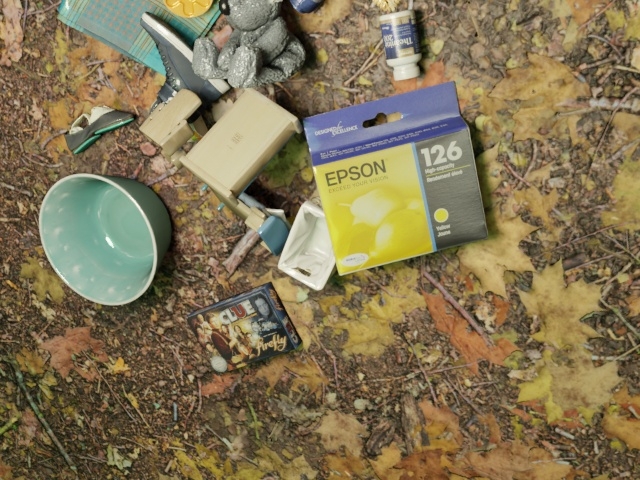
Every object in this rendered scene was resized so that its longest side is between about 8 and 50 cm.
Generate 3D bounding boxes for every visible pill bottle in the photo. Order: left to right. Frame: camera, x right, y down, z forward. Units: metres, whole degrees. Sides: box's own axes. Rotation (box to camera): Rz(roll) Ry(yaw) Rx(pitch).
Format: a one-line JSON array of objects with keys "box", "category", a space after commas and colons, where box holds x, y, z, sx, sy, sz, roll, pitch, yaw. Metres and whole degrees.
[{"box": [0.151, -0.362, 1.332, 0.067, 0.067, 0.120, -5, 108, 24], "category": "pill bottle"}]

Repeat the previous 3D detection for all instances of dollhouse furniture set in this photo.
[{"box": [-0.159, -0.159, 1.491, 0.286, 0.303, 0.198, 37, 80, 23], "category": "dollhouse furniture set"}]

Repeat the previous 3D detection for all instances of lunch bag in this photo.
[{"box": [-0.032, -0.487, 1.357, 0.065, 0.067, 0.098, -34, 94, 28], "category": "lunch bag"}]

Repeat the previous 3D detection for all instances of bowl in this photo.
[{"box": [-0.469, -0.024, 1.659, 0.311, 0.163, 0.312, 8, 113, 20], "category": "bowl"}]

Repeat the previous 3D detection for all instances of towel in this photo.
[{"box": [-0.312, -0.509, 1.400, 0.271, 0.040, 0.370, 26, 124, -30], "category": "towel"}]

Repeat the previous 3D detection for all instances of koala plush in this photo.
[{"box": [-0.124, -0.417, 1.347, 0.196, 0.203, 0.221, 25, 125, 47], "category": "koala plush"}]

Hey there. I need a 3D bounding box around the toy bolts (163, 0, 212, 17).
[{"box": [-0.252, -0.497, 1.290, 0.228, 0.159, 0.218, -38, 127, 22], "category": "toy bolts"}]

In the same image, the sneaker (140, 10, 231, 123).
[{"box": [-0.314, -0.333, 1.452, 0.163, 0.086, 0.226, -42, 122, 7], "category": "sneaker"}]

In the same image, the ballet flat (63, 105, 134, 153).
[{"box": [-0.514, -0.265, 1.639, 0.203, 0.074, 0.074, -22, 100, 30], "category": "ballet flat"}]

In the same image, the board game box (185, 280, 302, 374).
[{"box": [-0.184, 0.211, 1.703, 0.243, 0.042, 0.165, -23, 100, 28], "category": "board game box"}]

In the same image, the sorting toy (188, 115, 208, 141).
[{"box": [-0.288, -0.248, 1.575, 0.075, 0.045, 0.083, -13, 105, 45], "category": "sorting toy"}]

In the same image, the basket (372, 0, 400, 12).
[{"box": [0.144, -0.561, 1.148, 0.213, 0.223, 0.299, 41, 121, -14], "category": "basket"}]

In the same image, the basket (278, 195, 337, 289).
[{"box": [0.000, 0.000, 1.513, 0.113, 0.103, 0.167, 29, 117, 10], "category": "basket"}]

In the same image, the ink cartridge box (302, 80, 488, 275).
[{"box": [0.145, -0.116, 1.371, 0.303, 0.072, 0.307, -14, 107, 3], "category": "ink cartridge box"}]
